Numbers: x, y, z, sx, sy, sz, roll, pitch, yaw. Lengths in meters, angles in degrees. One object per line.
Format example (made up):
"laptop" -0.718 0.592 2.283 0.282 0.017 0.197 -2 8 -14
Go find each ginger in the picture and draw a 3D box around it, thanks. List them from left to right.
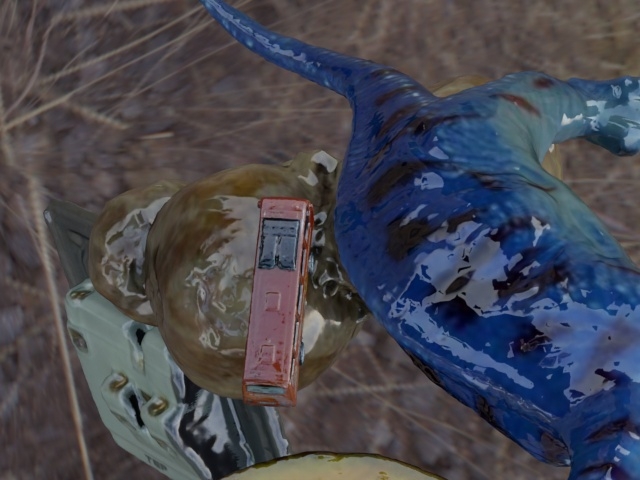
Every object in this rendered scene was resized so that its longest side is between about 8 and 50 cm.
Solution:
"ginger" 0.000 0.000 1.194 0.304 0.244 0.155 -12 107 6

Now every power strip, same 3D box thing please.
"power strip" -0.127 0.114 1.568 0.092 0.257 0.251 -41 129 -24

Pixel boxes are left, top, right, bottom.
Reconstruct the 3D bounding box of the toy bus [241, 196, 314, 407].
"toy bus" -0.022 0.030 1.013 0.031 0.043 0.110 3 67 5

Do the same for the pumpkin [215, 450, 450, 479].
"pumpkin" 0.039 0.209 1.018 0.312 0.169 0.148 17 69 19

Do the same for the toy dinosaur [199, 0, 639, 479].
"toy dinosaur" 0.063 0.013 0.545 0.144 0.329 0.076 2 125 -19
